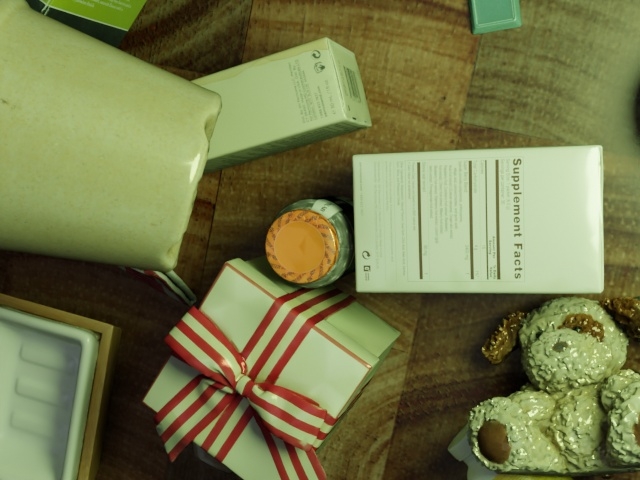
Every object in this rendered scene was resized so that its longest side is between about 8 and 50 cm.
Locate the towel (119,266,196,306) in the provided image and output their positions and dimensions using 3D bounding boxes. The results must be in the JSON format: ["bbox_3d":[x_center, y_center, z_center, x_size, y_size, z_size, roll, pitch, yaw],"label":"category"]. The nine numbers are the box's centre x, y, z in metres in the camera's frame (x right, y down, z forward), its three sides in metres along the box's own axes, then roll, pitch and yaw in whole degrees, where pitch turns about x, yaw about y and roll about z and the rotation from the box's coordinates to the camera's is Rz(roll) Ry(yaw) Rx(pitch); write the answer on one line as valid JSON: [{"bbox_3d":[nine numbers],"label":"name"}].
[{"bbox_3d":[-0.342,-0.008,1.207,0.329,0.237,0.037,28,78,12],"label":"towel"}]

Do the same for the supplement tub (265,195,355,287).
[{"bbox_3d":[0.000,0.000,1.128,0.117,0.190,0.116,1,95,15],"label":"supplement tub"}]

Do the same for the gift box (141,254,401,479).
[{"bbox_3d":[-0.061,0.191,1.128,0.255,0.258,0.276,30,101,12],"label":"gift box"}]

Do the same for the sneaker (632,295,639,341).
[{"bbox_3d":[0.498,0.140,1.064,0.106,0.078,0.234,-42,66,-11],"label":"sneaker"}]

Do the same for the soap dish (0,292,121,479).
[{"bbox_3d":[-0.431,0.236,1.308,0.229,0.118,0.290,13,98,14],"label":"soap dish"}]

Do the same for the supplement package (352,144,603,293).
[{"bbox_3d":[0.203,-0.029,1.075,0.293,0.177,0.175,-1,94,15],"label":"supplement package"}]

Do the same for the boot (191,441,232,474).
[{"bbox_3d":[-0.166,0.288,1.280,0.119,0.042,0.086,28,94,5],"label":"boot"}]

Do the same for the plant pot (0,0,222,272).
[{"bbox_3d":[-0.287,-0.104,0.974,0.306,0.334,0.333,17,100,-9],"label":"plant pot"}]

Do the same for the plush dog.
[{"bbox_3d":[0.327,0.178,1.069,0.263,0.211,0.225,-13,65,28],"label":"plush dog"}]

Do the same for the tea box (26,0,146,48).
[{"bbox_3d":[-0.417,-0.440,1.193,0.329,0.220,0.323,37,103,10],"label":"tea box"}]

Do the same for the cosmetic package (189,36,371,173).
[{"bbox_3d":[-0.101,-0.171,1.160,0.310,0.160,0.113,-13,90,15],"label":"cosmetic package"}]

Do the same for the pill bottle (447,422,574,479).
[{"bbox_3d":[0.262,0.318,1.127,0.184,0.103,0.103,44,104,8],"label":"pill bottle"}]

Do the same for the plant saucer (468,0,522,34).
[{"bbox_3d":[0.223,-0.375,1.124,0.067,0.018,0.191,-7,94,16],"label":"plant saucer"}]
